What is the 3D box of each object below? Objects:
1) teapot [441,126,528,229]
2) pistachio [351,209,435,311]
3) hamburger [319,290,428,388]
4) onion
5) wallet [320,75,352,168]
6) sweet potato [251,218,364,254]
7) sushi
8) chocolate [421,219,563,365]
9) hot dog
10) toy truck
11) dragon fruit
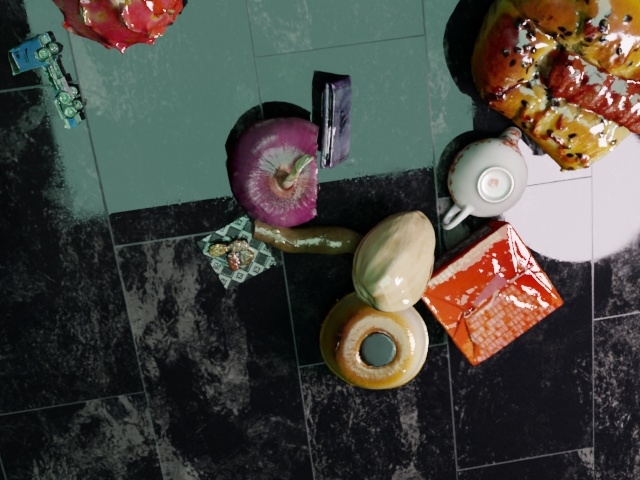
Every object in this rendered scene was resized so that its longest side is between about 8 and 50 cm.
[{"bbox_3d":[0.329,-0.116,1.628,0.245,0.116,0.159,-44,119,14],"label":"teapot"},{"bbox_3d":[0.149,0.039,1.596,0.157,0.157,0.229,44,55,-18],"label":"pistachio"},{"bbox_3d":[0.109,0.208,1.681,0.237,0.147,0.237,0,99,2],"label":"hamburger"},{"bbox_3d":[-0.088,-0.131,1.534,0.200,0.200,0.207,-9,137,-4],"label":"onion"},{"bbox_3d":[0.030,-0.227,1.548,0.030,0.111,0.166,9,110,19],"label":"wallet"},{"bbox_3d":[0.000,0.000,1.642,0.281,0.059,0.067,8,116,-8],"label":"sweet potato"},{"bbox_3d":[-0.170,0.030,1.648,0.120,0.026,0.126,-29,110,2],"label":"sushi"},{"bbox_3d":[0.344,0.100,1.693,0.237,0.108,0.235,-37,109,7],"label":"chocolate"},{"bbox_3d":[0.473,-0.337,1.474,0.365,0.196,0.367,38,128,-14],"label":"hot dog"},{"bbox_3d":[-0.503,-0.287,1.486,0.081,0.067,0.175,-18,113,5],"label":"toy truck"},{"bbox_3d":[-0.367,-0.434,1.385,0.268,0.205,0.210,29,125,21],"label":"dragon fruit"}]
